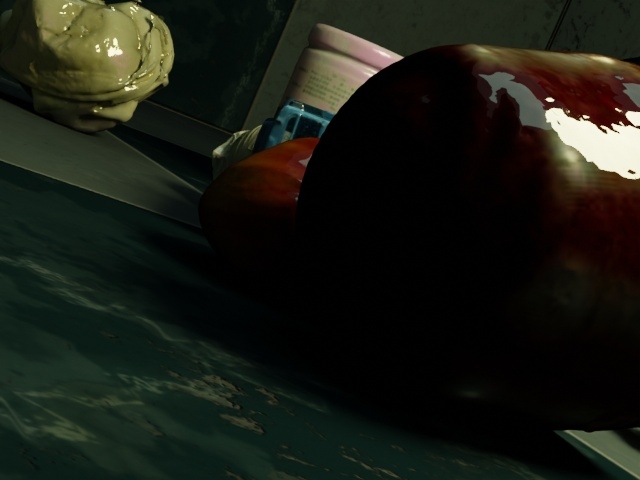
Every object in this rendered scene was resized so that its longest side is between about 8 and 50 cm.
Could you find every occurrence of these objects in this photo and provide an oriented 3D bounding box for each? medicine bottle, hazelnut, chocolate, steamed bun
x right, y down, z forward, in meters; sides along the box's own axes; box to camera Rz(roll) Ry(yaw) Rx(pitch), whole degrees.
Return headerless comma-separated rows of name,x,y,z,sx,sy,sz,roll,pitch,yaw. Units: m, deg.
medicine bottle,0.021,-0.184,2.165,0.212,0.325,0.212,23,7,-3
hazelnut,-0.020,-0.029,1.341,0.212,0.181,0.181,4,40,-43
chocolate,0.143,-0.009,1.134,0.331,0.384,0.383,8,13,-29
steamed bun,-0.396,-0.278,2.099,0.268,0.207,0.280,20,-20,-33

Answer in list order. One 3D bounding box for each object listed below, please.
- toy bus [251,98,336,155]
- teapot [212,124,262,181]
toy bus,-0.013,-0.107,1.565,0.133,0.116,0.234,22,8,-3
teapot,-0.045,-0.098,1.823,0.221,0.163,0.178,-15,21,-34
